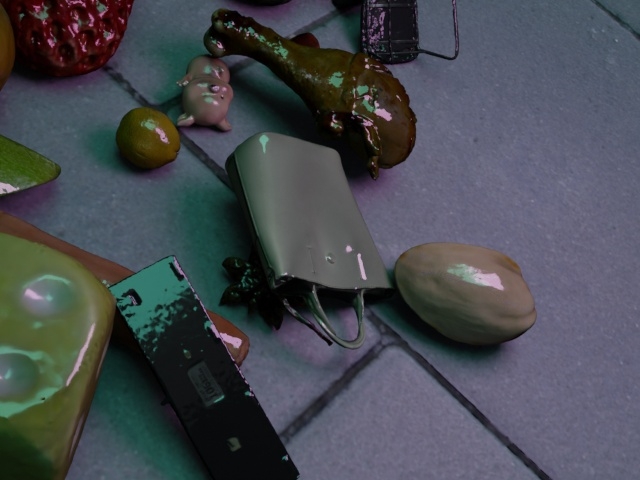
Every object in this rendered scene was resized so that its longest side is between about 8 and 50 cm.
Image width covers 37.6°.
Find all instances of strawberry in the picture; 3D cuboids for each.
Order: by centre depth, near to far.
[{"bbox_3d":[-0.394,-0.422,1.399,0.317,0.295,0.345,7,64,-61],"label":"strawberry"}]

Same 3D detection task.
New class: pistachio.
[{"bbox_3d":[0.208,0.074,1.352,0.215,0.144,0.144,18,51,5],"label":"pistachio"}]

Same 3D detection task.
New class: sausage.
[{"bbox_3d":[-0.287,0.067,1.190,0.418,0.094,0.094,26,90,-3],"label":"sausage"},{"bbox_3d":[-0.038,-0.310,1.577,0.059,0.054,0.094,43,53,4],"label":"sausage"}]

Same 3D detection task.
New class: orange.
[{"bbox_3d":[-0.248,-0.147,1.363,0.095,0.085,0.085,29,51,-9],"label":"orange"}]

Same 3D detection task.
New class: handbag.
[{"bbox_3d":[0.000,0.000,1.305,0.241,0.109,0.315,8,47,-45],"label":"handbag"}]

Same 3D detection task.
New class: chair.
[{"bbox_3d":[0.124,-0.387,1.668,0.140,0.221,0.145,-8,102,-26],"label":"chair"}]

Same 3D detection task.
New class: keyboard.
[{"bbox_3d":[-0.144,0.176,1.135,0.106,0.027,0.317,-29,89,-20],"label":"keyboard"}]

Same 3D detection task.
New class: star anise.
[{"bbox_3d":[-0.057,0.081,1.286,0.190,0.070,0.097,40,50,7],"label":"star anise"}]

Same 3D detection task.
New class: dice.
[{"bbox_3d":[-0.367,0.141,1.025,0.238,0.227,0.233,16,50,-8],"label":"dice"}]

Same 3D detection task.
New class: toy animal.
[{"bbox_3d":[-0.175,-0.234,1.464,0.083,0.089,0.150,1,57,5],"label":"toy animal"}]

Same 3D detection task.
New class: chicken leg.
[{"bbox_3d":[0.010,-0.256,1.475,0.361,0.140,0.211,42,27,8],"label":"chicken leg"}]

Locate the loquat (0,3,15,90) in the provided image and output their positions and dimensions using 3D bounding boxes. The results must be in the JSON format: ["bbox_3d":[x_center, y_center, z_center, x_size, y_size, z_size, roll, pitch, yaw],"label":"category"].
[{"bbox_3d":[-0.518,-0.258,1.266,0.213,0.213,0.213,10,53,-14],"label":"loquat"}]

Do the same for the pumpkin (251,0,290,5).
[{"bbox_3d":[-0.099,-0.486,1.635,0.167,0.125,0.167,12,66,-29],"label":"pumpkin"}]

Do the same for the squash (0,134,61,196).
[{"bbox_3d":[-0.479,-0.062,1.179,0.288,0.111,0.203,27,82,-36],"label":"squash"}]
